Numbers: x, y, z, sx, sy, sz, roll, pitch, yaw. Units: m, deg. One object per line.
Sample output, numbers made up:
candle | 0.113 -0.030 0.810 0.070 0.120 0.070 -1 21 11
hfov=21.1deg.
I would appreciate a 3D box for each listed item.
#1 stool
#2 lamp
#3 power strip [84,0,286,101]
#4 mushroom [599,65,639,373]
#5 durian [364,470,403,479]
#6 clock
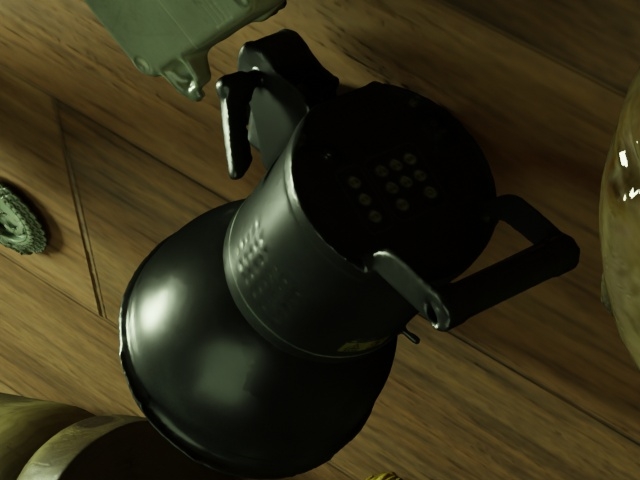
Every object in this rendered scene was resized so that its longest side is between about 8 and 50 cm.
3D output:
stool | -0.204 0.214 1.328 0.264 0.179 0.179 2 134 52
lamp | 0.000 0.000 0.812 0.172 0.147 0.227 60 148 14
power strip | -0.109 -0.184 0.728 0.270 0.046 0.118 52 148 -10
mushroom | 0.193 0.019 0.520 0.255 0.184 0.255 18 150 11
durian | 0.032 0.194 1.113 0.140 0.078 0.224 36 166 -18
clock | -0.217 -0.018 1.178 0.074 0.010 0.083 50 151 -18
